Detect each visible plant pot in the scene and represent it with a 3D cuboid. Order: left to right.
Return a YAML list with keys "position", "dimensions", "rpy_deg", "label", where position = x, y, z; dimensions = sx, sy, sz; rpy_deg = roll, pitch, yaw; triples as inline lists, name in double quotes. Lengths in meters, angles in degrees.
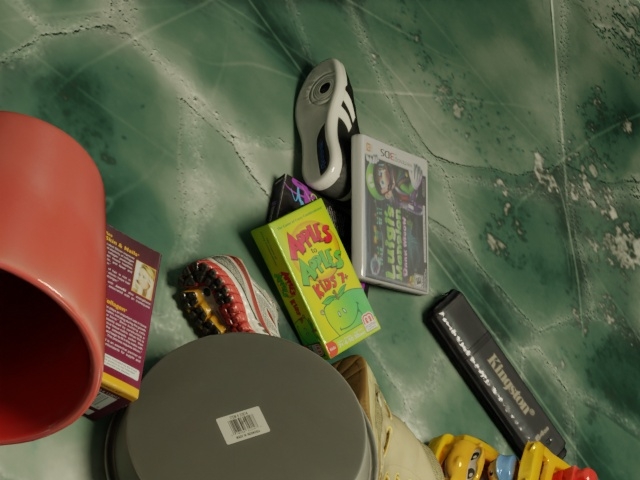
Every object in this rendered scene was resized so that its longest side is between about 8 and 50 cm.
- position: [-0.325, 0.021, 1.438]
  dimensions: [0.275, 0.275, 0.243]
  rpy_deg: [35, 37, -24]
  label: "plant pot"

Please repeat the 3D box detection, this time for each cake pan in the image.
- position: [-0.080, 0.212, 1.572]
  dimensions: [0.293, 0.054, 0.293]
  rpy_deg: [4, 50, -5]
  label: "cake pan"

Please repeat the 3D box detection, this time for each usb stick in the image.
- position: [0.239, 0.192, 2.025]
  dimensions: [0.278, 0.045, 0.077]
  rpy_deg: [55, 40, -3]
  label: "usb stick"

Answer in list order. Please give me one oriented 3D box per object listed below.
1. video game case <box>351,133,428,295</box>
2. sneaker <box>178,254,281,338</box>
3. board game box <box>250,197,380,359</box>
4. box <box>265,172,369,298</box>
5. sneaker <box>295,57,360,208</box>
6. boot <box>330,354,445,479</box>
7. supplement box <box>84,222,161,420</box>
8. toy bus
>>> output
- position: [0.094, -0.031, 1.971]
  dimensions: [0.173, 0.022, 0.190]
  rpy_deg: [16, 72, -55]
  label: "video game case"
- position: [-0.071, 0.112, 1.743]
  dimensions: [0.093, 0.088, 0.225]
  rpy_deg: [-29, 91, -57]
  label: "sneaker"
- position: [-0.005, 0.049, 1.845]
  dimensions: [0.092, 0.043, 0.181]
  rpy_deg: [-28, 95, -37]
  label: "board game box"
- position: [0.000, 0.000, 1.925]
  dimensions: [0.162, 0.029, 0.116]
  rpy_deg: [34, 46, -26]
  label: "box"
- position: [0.031, -0.133, 2.013]
  dimensions: [0.121, 0.079, 0.217]
  rpy_deg: [36, 44, -39]
  label: "sneaker"
- position: [0.068, 0.285, 1.720]
  dimensions: [0.203, 0.095, 0.262]
  rpy_deg: [53, 22, -31]
  label: "boot"
- position: [-0.244, 0.082, 1.593]
  dimensions: [0.104, 0.081, 0.188]
  rpy_deg: [31, 47, -32]
  label: "supplement box"
- position: [0.255, 0.320, 1.838]
  dimensions: [0.220, 0.211, 0.149]
  rpy_deg: [39, 46, -18]
  label: "toy bus"
